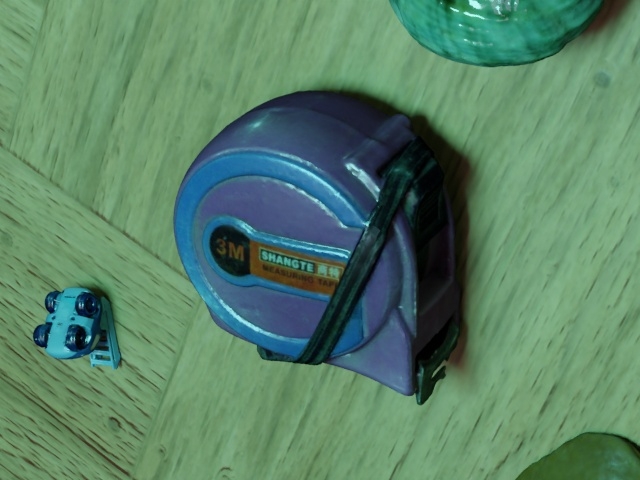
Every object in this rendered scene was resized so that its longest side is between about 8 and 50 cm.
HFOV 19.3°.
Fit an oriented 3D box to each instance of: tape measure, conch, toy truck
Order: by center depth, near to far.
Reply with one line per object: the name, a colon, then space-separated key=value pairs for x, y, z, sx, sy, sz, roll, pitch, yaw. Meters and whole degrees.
conch: x=0.129 y=-0.211 z=1.409 sx=0.188 sy=0.122 sz=0.176 roll=-37 pitch=62 yaw=35
tape measure: x=0.000 y=0.000 z=1.577 sx=0.231 sy=0.149 sz=0.245 roll=16 pitch=125 yaw=25
toy truck: x=-0.227 y=0.089 z=1.820 sx=0.056 sy=0.090 sz=0.073 roll=3 pitch=67 yaw=34

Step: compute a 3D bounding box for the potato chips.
potato chips: x=0.217 y=0.255 z=1.591 sx=0.150 sy=0.049 sz=0.201 roll=54 pitch=135 yaw=11
